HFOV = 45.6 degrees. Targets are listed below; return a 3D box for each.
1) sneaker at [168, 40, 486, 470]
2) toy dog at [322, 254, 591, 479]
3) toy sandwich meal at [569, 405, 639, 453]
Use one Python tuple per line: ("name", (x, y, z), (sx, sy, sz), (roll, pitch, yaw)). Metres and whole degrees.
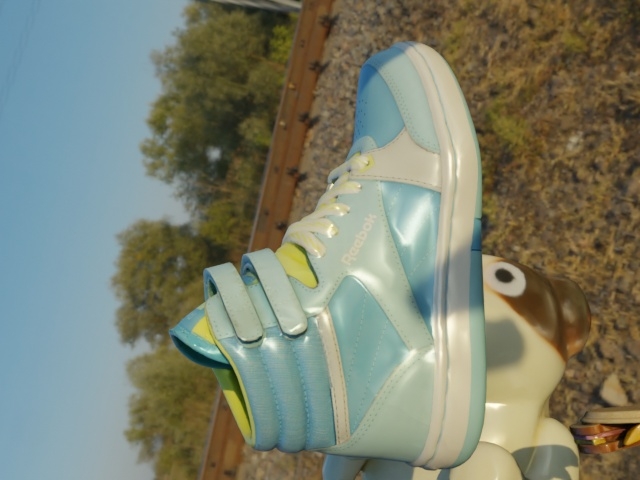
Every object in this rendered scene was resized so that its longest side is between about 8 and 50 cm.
("sneaker", (0.000, 0.000, 0.538), (0.127, 0.208, 0.318), (128, 141, -70))
("toy dog", (0.172, 0.218, 0.833), (0.285, 0.395, 0.407), (9, 99, 38))
("toy sandwich meal", (0.223, 0.134, 0.541), (0.085, 0.086, 0.029), (134, 133, -74))
